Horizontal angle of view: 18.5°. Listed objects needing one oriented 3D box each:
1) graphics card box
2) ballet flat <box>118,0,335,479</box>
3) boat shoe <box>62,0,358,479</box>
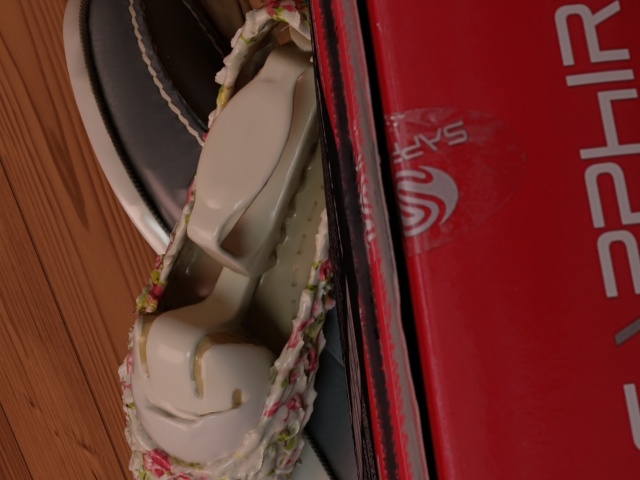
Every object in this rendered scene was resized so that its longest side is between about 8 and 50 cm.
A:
[{"bbox_3d":[0.054,0.051,0.525,0.371,0.094,0.233,87,175,-70],"label":"graphics card box"},{"bbox_3d":[-0.035,0.011,0.750,0.091,0.077,0.241,19,99,23],"label":"ballet flat"},{"bbox_3d":[0.000,0.000,0.838,0.099,0.116,0.319,-38,71,24],"label":"boat shoe"}]
